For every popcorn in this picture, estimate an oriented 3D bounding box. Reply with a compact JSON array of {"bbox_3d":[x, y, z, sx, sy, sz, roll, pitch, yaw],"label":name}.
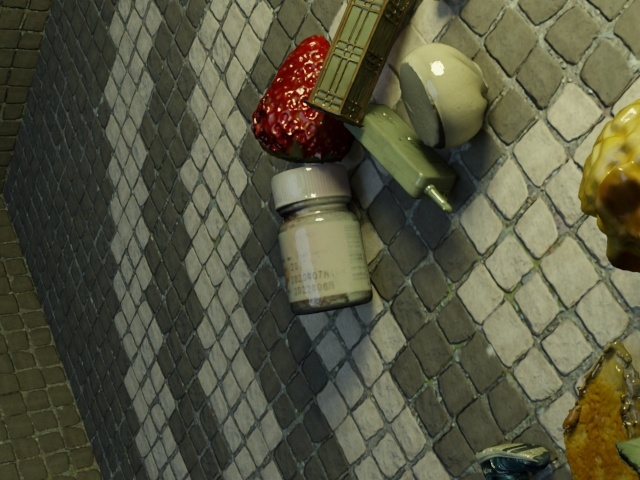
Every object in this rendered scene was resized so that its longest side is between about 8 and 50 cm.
[{"bbox_3d":[0.450,-0.082,1.009,0.265,0.225,0.332,6,78,41],"label":"popcorn"}]

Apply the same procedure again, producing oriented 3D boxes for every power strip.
[{"bbox_3d":[0.150,-0.144,1.482,0.288,0.093,0.053,51,129,36],"label":"power strip"}]

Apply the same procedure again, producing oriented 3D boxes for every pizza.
[{"bbox_3d":[0.423,0.294,1.202,0.189,0.071,0.296,147,115,-63],"label":"pizza"}]

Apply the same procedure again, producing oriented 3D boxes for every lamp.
[{"bbox_3d":[0.083,-0.362,1.456,0.090,0.089,0.325,26,98,29],"label":"lamp"}]

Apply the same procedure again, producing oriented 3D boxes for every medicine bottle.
[{"bbox_3d":[0.000,0.000,1.643,0.165,0.165,0.273,-20,79,52],"label":"medicine bottle"}]

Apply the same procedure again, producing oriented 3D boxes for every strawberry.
[{"bbox_3d":[-0.024,-0.269,1.626,0.205,0.205,0.244,3,85,53],"label":"strawberry"}]

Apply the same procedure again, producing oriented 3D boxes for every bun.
[{"bbox_3d":[0.208,-0.238,1.369,0.173,0.120,0.172,158,90,-85],"label":"bun"}]

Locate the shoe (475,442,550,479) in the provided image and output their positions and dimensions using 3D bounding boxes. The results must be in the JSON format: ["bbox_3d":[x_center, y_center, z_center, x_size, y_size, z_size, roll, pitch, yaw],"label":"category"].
[{"bbox_3d":[0.310,0.363,1.366,0.143,0.064,0.071,-28,71,54],"label":"shoe"}]

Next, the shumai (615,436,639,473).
[{"bbox_3d":[0.479,0.226,0.855,0.330,0.289,0.291,112,169,-68],"label":"shumai"}]
